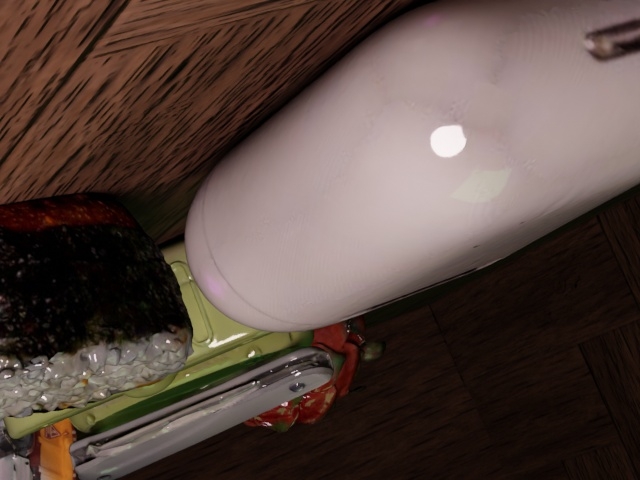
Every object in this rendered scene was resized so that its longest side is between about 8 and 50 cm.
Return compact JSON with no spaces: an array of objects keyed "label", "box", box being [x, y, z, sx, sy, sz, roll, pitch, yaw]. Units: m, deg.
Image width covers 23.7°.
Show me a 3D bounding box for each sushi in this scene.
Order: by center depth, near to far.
[{"label":"sushi","box":[-0.184,0.049,0.965,0.136,0.126,0.225,-28,171,34]}]

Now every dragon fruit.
[{"label":"dragon fruit","box":[-0.030,0.136,1.927,0.193,0.192,0.274,-3,-167,27]}]

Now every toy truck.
[{"label":"toy truck","box":[-0.312,0.243,1.554,0.114,0.270,0.135,-27,140,27]}]

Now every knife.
[{"label":"knife","box":[-0.114,0.159,1.394,0.266,0.040,0.073,-24,160,14]}]

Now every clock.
[{"label":"clock","box":[-0.134,0.090,1.440,0.286,0.117,0.348,-23,170,9]}]

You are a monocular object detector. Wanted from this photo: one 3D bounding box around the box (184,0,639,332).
[{"label":"box","box":[0.084,-0.056,0.984,0.289,0.141,0.349,-20,173,-34]}]
